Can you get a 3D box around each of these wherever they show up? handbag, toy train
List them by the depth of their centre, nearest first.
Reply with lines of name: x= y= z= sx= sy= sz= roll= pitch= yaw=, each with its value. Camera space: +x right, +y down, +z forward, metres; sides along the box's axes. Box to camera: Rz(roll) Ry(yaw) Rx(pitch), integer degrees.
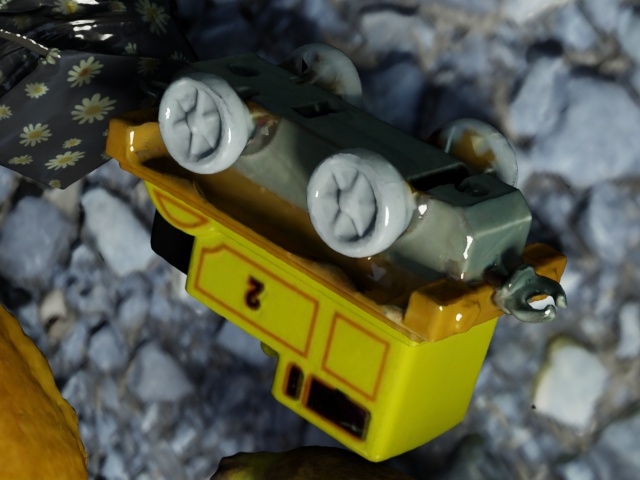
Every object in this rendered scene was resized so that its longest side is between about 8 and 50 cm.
toy train: x=0.000 y=0.000 z=0.682 sx=0.219 sy=0.089 sz=0.127 roll=30 pitch=119 yaw=31
handbag: x=-0.136 y=-0.082 z=0.744 sx=0.115 sy=0.139 sz=0.072 roll=-29 pitch=68 yaw=35

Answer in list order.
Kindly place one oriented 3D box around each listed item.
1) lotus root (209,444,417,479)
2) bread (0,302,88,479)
lotus root: x=0.024 y=0.134 z=0.661 sx=0.094 sy=0.108 sz=0.190 roll=-43 pitch=51 yaw=1
bread: x=-0.270 y=0.073 z=0.783 sx=0.389 sy=0.236 sz=0.183 roll=36 pitch=154 yaw=7
